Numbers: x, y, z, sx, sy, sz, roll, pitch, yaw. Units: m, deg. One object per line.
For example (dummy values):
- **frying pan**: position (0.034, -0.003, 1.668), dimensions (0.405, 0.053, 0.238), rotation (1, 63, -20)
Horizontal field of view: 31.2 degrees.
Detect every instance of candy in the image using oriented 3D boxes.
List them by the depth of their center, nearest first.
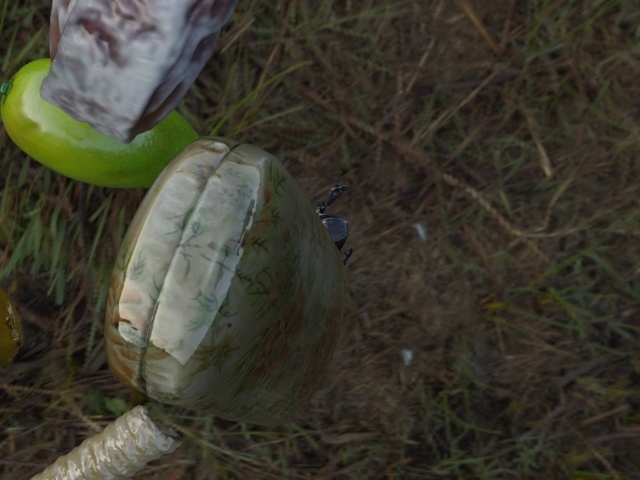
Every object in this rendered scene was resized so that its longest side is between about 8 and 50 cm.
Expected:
- **candy**: position (-0.154, -0.227, 1.019), dimensions (0.157, 0.289, 0.214), rotation (28, 32, -9)

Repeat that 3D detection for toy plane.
- **toy plane**: position (0.000, 0.001, 1.465), dimensions (0.053, 0.197, 0.078), rotation (0, 69, -15)

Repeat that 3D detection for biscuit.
- **biscuit**: position (-0.236, 0.234, 1.121), dimensions (0.219, 0.055, 0.061), rotation (-35, 118, 13)

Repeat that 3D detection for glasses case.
- **glasses case**: position (-0.049, 0.047, 0.801), dimensions (0.098, 0.425, 0.156), rotation (18, 82, 10)

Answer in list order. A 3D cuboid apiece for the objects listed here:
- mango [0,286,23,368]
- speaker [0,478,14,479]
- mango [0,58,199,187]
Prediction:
- **mango**: position (-0.526, 0.117, 1.616), dimensions (0.156, 0.151, 0.249), rotation (-45, 141, 9)
- **speaker**: position (-0.454, 0.398, 1.512), dimensions (0.259, 0.329, 0.198), rotation (48, 65, -3)
- **mango**: position (-0.289, -0.151, 1.620), dimensions (0.343, 0.192, 0.156), rotation (15, 103, -47)
